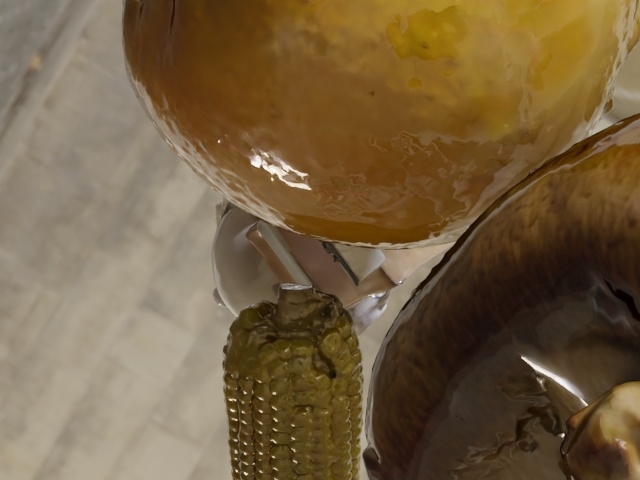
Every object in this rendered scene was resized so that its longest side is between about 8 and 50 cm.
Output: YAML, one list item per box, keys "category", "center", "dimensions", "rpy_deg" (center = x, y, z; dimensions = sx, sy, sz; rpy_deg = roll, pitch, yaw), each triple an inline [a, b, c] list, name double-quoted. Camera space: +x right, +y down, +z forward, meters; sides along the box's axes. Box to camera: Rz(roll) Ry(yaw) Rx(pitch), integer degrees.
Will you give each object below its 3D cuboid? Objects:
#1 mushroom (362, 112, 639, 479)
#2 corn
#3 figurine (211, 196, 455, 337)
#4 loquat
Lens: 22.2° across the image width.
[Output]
- category: "mushroom"
  center: [0.125, 0.043, 0.519]
  dimensions: [0.231, 0.194, 0.138]
  rpy_deg: [-28, -125, 36]
- category: "corn"
  center: [-0.018, 0.144, 1.111]
  dimensions: [0.097, 0.097, 0.262]
  rpy_deg: [-64, 157, -60]
- category: "figurine"
  center: [-0.003, 0.002, 1.273]
  dimensions: [0.141, 0.162, 0.237]
  rpy_deg: [-45, -172, -35]
- category: "loquat"
  center: [0.037, -0.151, 0.997]
  dimensions: [0.328, 0.328, 0.328]
  rpy_deg: [-58, -177, 5]
